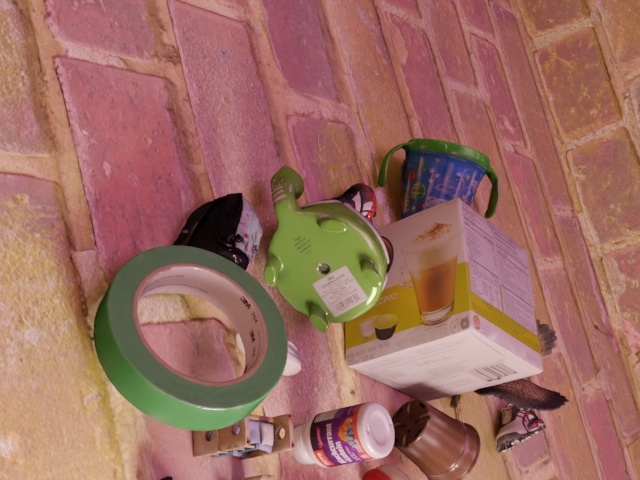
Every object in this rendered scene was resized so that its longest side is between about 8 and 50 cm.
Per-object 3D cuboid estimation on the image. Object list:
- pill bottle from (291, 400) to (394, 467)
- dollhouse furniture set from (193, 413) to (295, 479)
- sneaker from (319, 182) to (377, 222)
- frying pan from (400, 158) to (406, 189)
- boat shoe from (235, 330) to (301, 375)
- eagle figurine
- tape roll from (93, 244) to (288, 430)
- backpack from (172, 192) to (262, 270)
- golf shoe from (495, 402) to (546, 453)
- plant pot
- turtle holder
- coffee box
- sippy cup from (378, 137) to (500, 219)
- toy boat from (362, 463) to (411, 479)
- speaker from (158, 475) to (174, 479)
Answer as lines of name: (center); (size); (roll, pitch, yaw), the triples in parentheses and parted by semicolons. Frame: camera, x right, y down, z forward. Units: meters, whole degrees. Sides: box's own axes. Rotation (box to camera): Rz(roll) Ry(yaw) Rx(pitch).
pill bottle: (0.038, 0.385, 1.631); (0.108, 0.193, 0.108); (30, 50, -43)
dollhouse furniture set: (-0.128, 0.398, 1.447); (0.129, 0.129, 0.183); (20, 57, -49)
sneaker: (0.056, -0.069, 1.985); (0.135, 0.098, 0.276); (55, 37, -25)
frying pan: (0.322, -0.096, 2.430); (0.197, 0.053, 0.326); (-5, 74, -53)
boat shoe: (-0.101, 0.204, 1.654); (0.184, 0.066, 0.063); (35, 32, -37)
eagle figurine: (0.466, 0.341, 2.165); (0.225, 0.298, 0.226); (-37, 104, -55)
tape roll: (-0.212, 0.156, 1.393); (0.321, 0.077, 0.321); (21, 43, -21)
backpack: (-0.185, -0.004, 1.590); (0.182, 0.152, 0.115); (-77, 149, -45)
golf shoe: (0.547, 0.529, 2.383); (0.273, 0.105, 0.120); (0, 57, -61)
plant pot: (0.258, 0.462, 1.943); (0.165, 0.167, 0.167); (40, 43, -26)
turtle holder: (-0.003, 0.018, 1.775); (0.320, 0.243, 0.227); (28, 23, 3)
coffee box: (0.284, 0.152, 1.974); (0.338, 0.338, 0.334); (30, 49, -43)
sippy cup: (0.323, -0.139, 2.275); (0.240, 0.305, 0.224); (27, 77, -67)
toy boat: (0.147, 0.590, 1.737); (0.231, 0.151, 0.151); (60, -11, 28)
speaker: (-0.225, 0.449, 1.351); (0.136, 0.055, 0.055); (58, 35, -16)
